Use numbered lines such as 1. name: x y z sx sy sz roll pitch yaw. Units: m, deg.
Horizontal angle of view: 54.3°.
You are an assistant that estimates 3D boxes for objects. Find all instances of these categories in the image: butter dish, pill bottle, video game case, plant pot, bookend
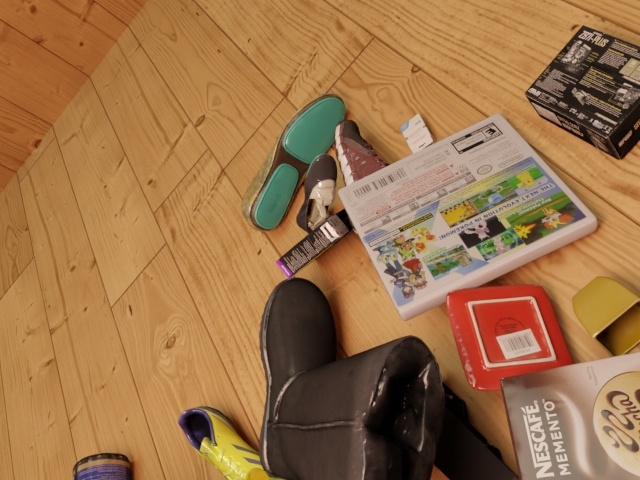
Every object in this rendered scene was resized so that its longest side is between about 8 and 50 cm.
1. butter dish: 0.267 0.159 0.929 0.160 0.118 0.160 -4 56 -7
2. pill bottle: -0.464 0.579 1.328 0.122 0.122 0.219 -34 50 23
3. video game case: 0.225 -0.053 1.039 0.328 0.036 0.300 -25 47 2
4. plant pot: 0.400 0.098 0.866 0.081 0.081 0.083 -45 36 14
5. bookend: 0.204 0.284 0.926 0.157 0.156 0.072 44 103 0

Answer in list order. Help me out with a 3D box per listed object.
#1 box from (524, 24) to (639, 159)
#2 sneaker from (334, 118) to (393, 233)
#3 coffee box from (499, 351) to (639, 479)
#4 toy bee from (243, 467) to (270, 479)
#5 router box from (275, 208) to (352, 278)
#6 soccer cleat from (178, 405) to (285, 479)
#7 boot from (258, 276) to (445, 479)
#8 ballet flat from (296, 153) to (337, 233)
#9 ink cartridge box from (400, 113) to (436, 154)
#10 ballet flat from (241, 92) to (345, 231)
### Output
1. box: 0.450 -0.239 0.999 0.147 0.077 0.180 -51 45 8
2. sneaker: 0.127 -0.140 1.228 0.162 0.106 0.282 -20 61 20
3. coffee box: 0.385 0.229 0.741 0.297 0.119 0.168 -17 57 20
4. toy bee: -0.138 0.484 0.996 0.298 0.162 0.195 -33 45 10
5. router box: 0.000 0.000 1.204 0.133 0.179 0.046 -39 89 19
6. soccer cleat: -0.165 0.409 1.155 0.289 0.121 0.093 31 89 40
7. boot: 0.022 0.197 0.948 0.445 0.146 0.367 138 133 -67
8. ballet flat: 0.000 -0.083 1.265 0.203 0.074 0.074 110 152 -47
9. ink cartridge box: 0.196 -0.204 1.235 0.048 0.028 0.083 -35 49 22
10. ballet flat: -0.072 -0.183 1.405 0.123 0.123 0.349 29 88 45
